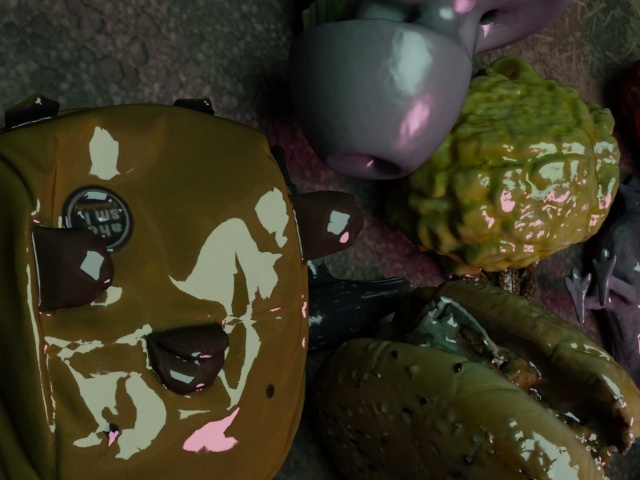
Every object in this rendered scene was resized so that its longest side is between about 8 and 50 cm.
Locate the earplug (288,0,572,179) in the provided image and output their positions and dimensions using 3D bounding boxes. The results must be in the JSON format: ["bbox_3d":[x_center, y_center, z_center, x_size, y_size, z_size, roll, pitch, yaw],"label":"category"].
[{"bbox_3d":[0.114,-0.196,1.061,0.325,0.214,0.175,-39,72,-3],"label":"earplug"}]

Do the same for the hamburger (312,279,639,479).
[{"bbox_3d":[0.135,0.180,1.029,0.277,0.318,0.195,44,58,11],"label":"hamburger"}]

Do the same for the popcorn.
[{"bbox_3d":[0.216,-0.082,1.170,0.286,0.225,0.173,-43,140,-35],"label":"popcorn"}]

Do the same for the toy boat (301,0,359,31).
[{"bbox_3d":[0.011,-0.323,1.094,0.093,0.055,0.293,-26,122,-38],"label":"toy boat"}]

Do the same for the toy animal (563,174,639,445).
[{"bbox_3d":[0.379,0.068,1.346,0.206,0.081,0.366,21,67,-52],"label":"toy animal"}]

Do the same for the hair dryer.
[{"bbox_3d":[0.000,0.000,1.105,0.196,0.075,0.219,-15,84,-47],"label":"hair dryer"}]

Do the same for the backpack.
[{"bbox_3d":[-0.146,0.066,0.892,0.354,0.201,0.378,-11,86,-33],"label":"backpack"}]

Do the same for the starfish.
[{"bbox_3d":[0.211,0.087,1.242,0.213,0.057,0.238,50,59,-28],"label":"starfish"}]

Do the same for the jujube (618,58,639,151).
[{"bbox_3d":[0.497,-0.155,1.440,0.155,0.155,0.230,-38,107,-35],"label":"jujube"}]
